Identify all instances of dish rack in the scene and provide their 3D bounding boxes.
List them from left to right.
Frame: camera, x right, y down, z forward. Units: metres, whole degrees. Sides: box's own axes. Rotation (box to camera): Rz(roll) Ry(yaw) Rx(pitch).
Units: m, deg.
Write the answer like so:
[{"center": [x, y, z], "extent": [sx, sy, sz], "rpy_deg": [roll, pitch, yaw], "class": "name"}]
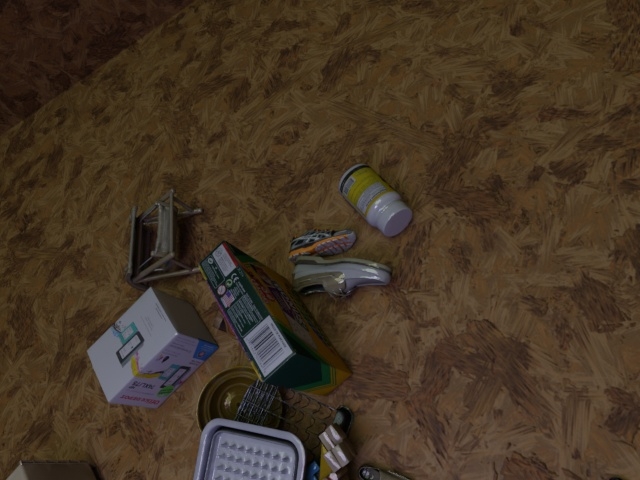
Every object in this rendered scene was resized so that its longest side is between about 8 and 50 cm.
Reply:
[{"center": [-0.159, 0.583, 1.061], "extent": [0.285, 0.072, 0.333], "rpy_deg": [-1, 74, 28], "class": "dish rack"}, {"center": [-0.077, 0.464, 1.174], "extent": [0.271, 0.074, 0.208], "rpy_deg": [19, 75, 19], "class": "dish rack"}]

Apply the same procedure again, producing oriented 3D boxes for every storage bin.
[{"center": [-0.683, 0.726, 1.262], "extent": [0.123, 0.260, 0.262], "rpy_deg": [-49, 56, -1], "class": "storage bin"}]

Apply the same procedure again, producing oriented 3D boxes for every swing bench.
[{"center": [-0.541, 0.003, 1.596], "extent": [0.254, 0.165, 0.253], "rpy_deg": [-19, 60, 18], "class": "swing bench"}]

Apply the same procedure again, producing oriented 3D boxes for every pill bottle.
[{"center": [0.153, -0.112, 1.339], "extent": [0.119, 0.119, 0.208], "rpy_deg": [-42, 56, 3], "class": "pill bottle"}]

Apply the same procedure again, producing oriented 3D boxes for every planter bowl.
[{"center": [-0.213, 0.436, 1.251], "extent": [0.217, 0.090, 0.217], "rpy_deg": [2, 79, -11], "class": "planter bowl"}]

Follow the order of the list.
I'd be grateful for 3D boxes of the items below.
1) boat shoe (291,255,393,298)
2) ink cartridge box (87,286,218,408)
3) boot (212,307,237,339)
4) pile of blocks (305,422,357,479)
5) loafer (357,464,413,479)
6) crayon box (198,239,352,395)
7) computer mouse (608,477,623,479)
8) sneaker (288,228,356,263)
[{"center": [0.054, 0.107, 1.296], "extent": [0.302, 0.113, 0.103], "rpy_deg": [0, 67, 37], "class": "boat shoe"}, {"center": [-0.489, 0.318, 1.400], "extent": [0.270, 0.198, 0.197], "rpy_deg": [-45, 56, 2], "class": "ink cartridge box"}, {"center": [-0.223, 0.210, 1.393], "extent": [0.197, 0.073, 0.152], "rpy_deg": [18, 79, 34], "class": "boot"}, {"center": [0.001, 0.585, 1.014], "extent": [0.149, 0.112, 0.362], "rpy_deg": [-5, 75, 17], "class": "pile of blocks"}, {"center": [0.146, 0.545, 1.070], "extent": [0.148, 0.050, 0.056], "rpy_deg": [4, 69, 28], "class": "loafer"}, {"center": [-0.110, 0.200, 1.200], "extent": [0.106, 0.313, 0.363], "rpy_deg": [-42, 56, 6], "class": "crayon box"}, {"center": [0.493, 0.578, 0.861], "extent": [0.272, 0.072, 0.188], "rpy_deg": [-22, 53, -9], "class": "computer mouse"}, {"center": [0.000, 0.000, 1.385], "extent": [0.214, 0.084, 0.083], "rpy_deg": [-16, 56, 20], "class": "sneaker"}]
